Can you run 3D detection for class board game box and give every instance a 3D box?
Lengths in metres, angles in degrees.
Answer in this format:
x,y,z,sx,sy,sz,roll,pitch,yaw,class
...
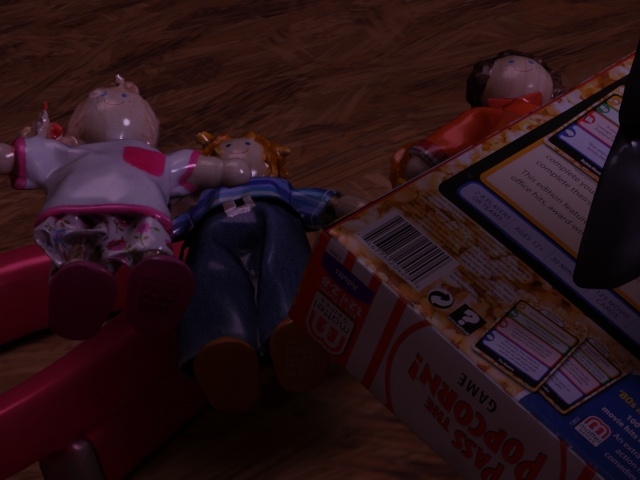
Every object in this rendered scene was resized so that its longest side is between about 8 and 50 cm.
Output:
x,y,z,sx,sy,sz,roll,pitch,yaw,class
0.109,0.018,0.628,0.147,0.045,0.193,42,48,21,board game box

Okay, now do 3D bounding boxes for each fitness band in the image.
x,y,z,sx,sy,sz,roll,pitch,yaw,class
-0.145,0.062,0.848,0.209,0.054,0.291,-8,17,30,fitness band

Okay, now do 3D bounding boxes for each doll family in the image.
x,y,z,sx,sy,sz,roll,pitch,yaw,class
0.000,0.000,0.781,0.263,0.118,0.163,-4,35,-3,doll family

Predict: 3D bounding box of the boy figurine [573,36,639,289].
x,y,z,sx,sy,sz,roll,pitch,yaw,class
0.214,0.014,0.510,0.285,0.177,0.092,21,22,10,boy figurine
